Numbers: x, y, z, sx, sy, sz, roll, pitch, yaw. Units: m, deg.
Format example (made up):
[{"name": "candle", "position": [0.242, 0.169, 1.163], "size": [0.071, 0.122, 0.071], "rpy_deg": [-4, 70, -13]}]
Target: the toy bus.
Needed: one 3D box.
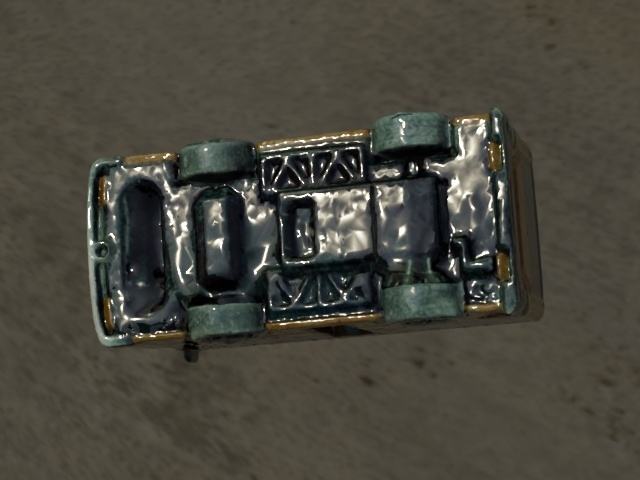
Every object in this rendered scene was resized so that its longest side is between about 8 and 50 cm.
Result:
[{"name": "toy bus", "position": [0.000, 0.000, 0.761], "size": [0.182, 0.103, 0.091], "rpy_deg": [-6, 82, 16]}]
